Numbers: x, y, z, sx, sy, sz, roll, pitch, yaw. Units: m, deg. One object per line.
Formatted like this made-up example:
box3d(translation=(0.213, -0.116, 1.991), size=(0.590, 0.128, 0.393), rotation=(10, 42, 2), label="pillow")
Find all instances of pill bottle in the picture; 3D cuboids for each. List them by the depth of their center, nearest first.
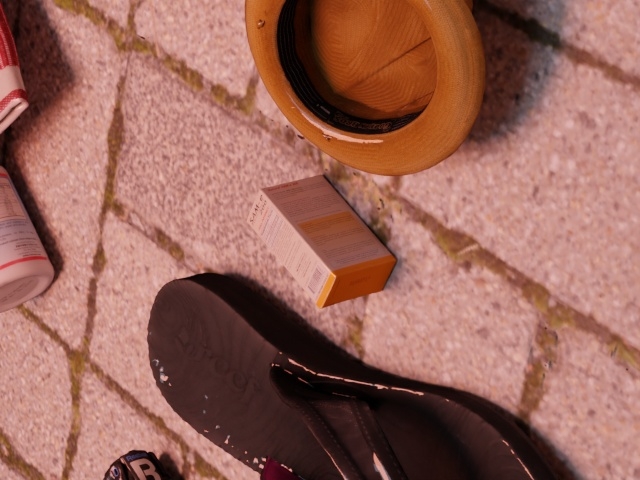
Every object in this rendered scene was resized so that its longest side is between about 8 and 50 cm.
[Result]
box3d(translation=(-0.320, -0.017, 1.614), size=(0.087, 0.087, 0.160), rotation=(-46, 65, 45), label="pill bottle")

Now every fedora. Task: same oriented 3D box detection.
box3d(translation=(0.041, -0.137, 1.149), size=(0.194, 0.079, 0.194), rotation=(23, 132, 28), label="fedora")

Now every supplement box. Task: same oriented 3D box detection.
box3d(translation=(0.000, 0.000, 1.266), size=(0.098, 0.062, 0.036), rotation=(50, 135, 29), label="supplement box")

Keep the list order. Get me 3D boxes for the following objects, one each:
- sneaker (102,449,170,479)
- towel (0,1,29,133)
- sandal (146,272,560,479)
box3d(translation=(-0.132, 0.233, 1.471), size=(0.217, 0.079, 0.121), rotation=(-28, 81, 51), label="sneaker")
box3d(translation=(-0.380, -0.198, 1.605), size=(0.237, 0.037, 0.329), rotation=(-39, 61, 33), label="towel")
box3d(translation=(-0.001, 0.164, 1.275), size=(0.445, 0.107, 0.168), rotation=(25, 120, 41), label="sandal")
